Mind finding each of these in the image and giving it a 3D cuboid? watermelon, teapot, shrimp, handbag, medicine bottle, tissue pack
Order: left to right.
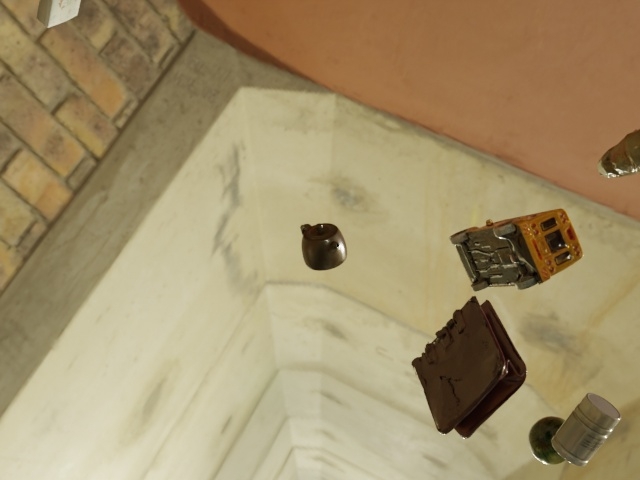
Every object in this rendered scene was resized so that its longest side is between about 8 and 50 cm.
[{"bbox_3d":[-0.312,-0.314,0.970,0.023,0.056,0.108,41,-43,7],"label":"tissue pack"},{"bbox_3d":[0.000,0.000,1.335,0.121,0.076,0.068,36,-36,52],"label":"teapot"},{"bbox_3d":[0.275,0.237,1.490,0.074,0.216,0.203,23,-62,-26],"label":"handbag"},{"bbox_3d":[0.490,0.425,1.706,0.105,0.106,0.062,2,-22,45],"label":"watermelon"},{"bbox_3d":[0.379,0.270,1.134,0.058,0.091,0.058,25,20,-10],"label":"medicine bottle"},{"bbox_3d":[0.481,-0.138,1.028,0.062,0.154,0.294,71,-20,1],"label":"shrimp"}]

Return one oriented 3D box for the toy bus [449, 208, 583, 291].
[{"bbox_3d":[0.201,0.009,0.836,0.070,0.074,0.162,66,-14,-2],"label":"toy bus"}]
